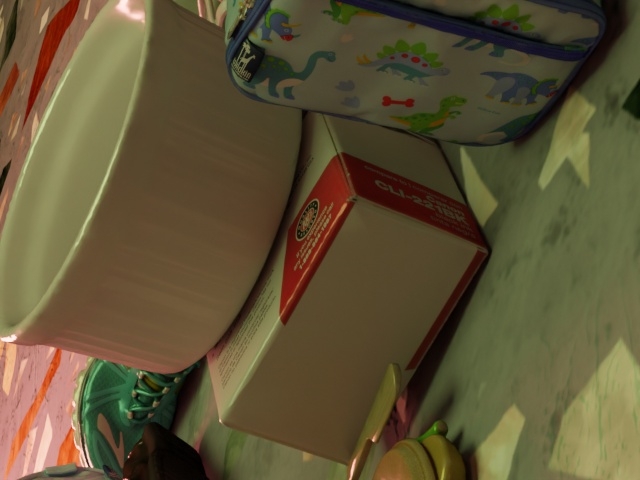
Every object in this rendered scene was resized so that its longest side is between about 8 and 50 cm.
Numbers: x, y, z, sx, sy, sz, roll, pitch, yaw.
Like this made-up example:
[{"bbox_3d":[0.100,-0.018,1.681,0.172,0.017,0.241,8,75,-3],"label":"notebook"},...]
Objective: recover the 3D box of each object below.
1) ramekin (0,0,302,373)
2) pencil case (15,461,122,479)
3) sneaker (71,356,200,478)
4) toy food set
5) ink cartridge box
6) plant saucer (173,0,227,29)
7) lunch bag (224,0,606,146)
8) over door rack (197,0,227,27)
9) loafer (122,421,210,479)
[{"bbox_3d":[-0.125,-0.038,1.358,0.277,0.135,0.277,-51,27,39],"label":"ramekin"},{"bbox_3d":[-0.216,0.337,1.663,0.124,0.114,0.273,-150,51,-64],"label":"pencil case"},{"bbox_3d":[-0.173,0.122,1.867,0.110,0.107,0.275,16,92,63],"label":"sneaker"},{"bbox_3d":[0.064,0.188,1.208,0.192,0.039,0.132,-101,23,-43],"label":"toy food set"},{"bbox_3d":[0.000,0.000,1.367,0.197,0.114,0.273,-60,23,22],"label":"ink cartridge box"},{"bbox_3d":[-0.211,-0.123,2.064,0.400,0.101,0.400,-159,90,-79],"label":"plant saucer"},{"bbox_3d":[0.057,-0.145,1.162,0.176,0.219,0.090,129,149,-52],"label":"lunch bag"},{"bbox_3d":[-0.069,-0.096,1.696,0.324,0.108,0.239,103,162,-45],"label":"over door rack"},{"bbox_3d":[-0.143,0.234,1.700,0.078,0.080,0.220,-54,10,3],"label":"loafer"}]
